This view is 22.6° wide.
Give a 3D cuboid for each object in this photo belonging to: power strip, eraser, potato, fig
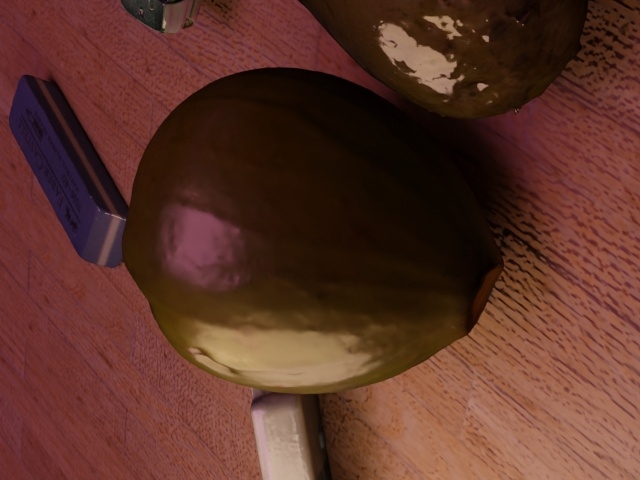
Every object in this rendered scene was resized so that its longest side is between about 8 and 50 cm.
[{"bbox_3d":[-0.011,0.236,1.353,0.118,0.046,0.271,-38,-62,-80],"label":"power strip"},{"bbox_3d":[-0.266,-0.074,1.694,0.225,0.036,0.082,58,141,28],"label":"eraser"},{"bbox_3d":[0.057,-0.201,1.022,0.173,0.210,0.307,-42,50,9],"label":"potato"},{"bbox_3d":[0.000,0.000,1.139,0.271,0.239,0.239,14,114,31],"label":"fig"}]

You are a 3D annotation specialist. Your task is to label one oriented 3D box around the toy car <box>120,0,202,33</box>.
[{"bbox_3d":[-0.119,-0.290,1.356,0.090,0.076,0.224,37,122,47],"label":"toy car"}]
